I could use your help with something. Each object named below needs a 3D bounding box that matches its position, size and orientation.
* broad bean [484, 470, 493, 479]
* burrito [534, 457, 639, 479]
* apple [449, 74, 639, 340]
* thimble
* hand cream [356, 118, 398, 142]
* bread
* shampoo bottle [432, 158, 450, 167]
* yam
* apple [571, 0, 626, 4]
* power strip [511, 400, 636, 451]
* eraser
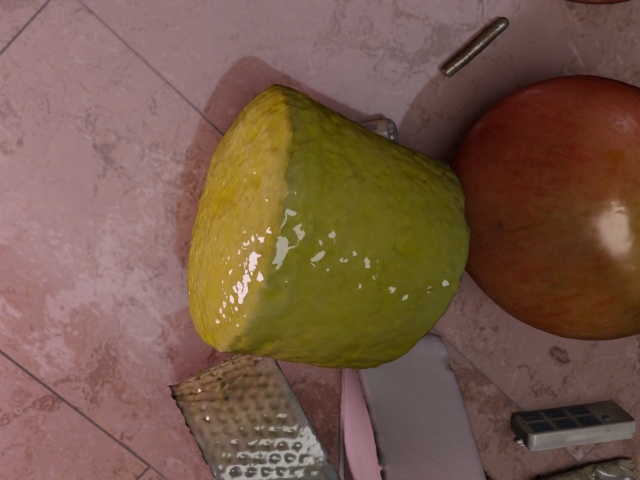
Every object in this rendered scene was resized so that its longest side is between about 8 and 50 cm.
[{"bbox_3d":[0.337,0.463,1.750,0.297,0.043,0.060,39,85,-18],"label":"broad bean"},{"bbox_3d":[0.422,0.382,1.745,0.185,0.041,0.045,-11,98,-11],"label":"burrito"},{"bbox_3d":[0.360,-0.040,1.455,0.363,0.364,0.364,-3,106,-11],"label":"apple"},{"bbox_3d":[-0.081,0.284,1.496,0.150,0.271,0.271,-28,109,-6],"label":"thimble"},{"bbox_3d":[0.038,-0.136,1.527,0.143,0.039,0.061,-11,114,1],"label":"hand cream"},{"bbox_3d":[0.000,0.000,1.403,0.307,0.348,0.348,17,101,-24],"label":"bread"},{"bbox_3d":[0.140,-0.011,1.571,0.072,0.049,0.213,3,106,-22],"label":"shampoo bottle"},{"bbox_3d":[0.217,-0.270,1.529,0.116,0.021,0.021,-40,109,2],"label":"yam"},{"bbox_3d":[0.406,-0.455,1.443,0.251,0.163,0.293,42,92,-20],"label":"apple"},{"bbox_3d":[0.390,0.286,1.689,0.192,0.081,0.035,-6,105,-10],"label":"power strip"},{"bbox_3d":[0.119,0.285,1.565,0.149,0.331,0.332,-5,106,-12],"label":"eraser"}]
